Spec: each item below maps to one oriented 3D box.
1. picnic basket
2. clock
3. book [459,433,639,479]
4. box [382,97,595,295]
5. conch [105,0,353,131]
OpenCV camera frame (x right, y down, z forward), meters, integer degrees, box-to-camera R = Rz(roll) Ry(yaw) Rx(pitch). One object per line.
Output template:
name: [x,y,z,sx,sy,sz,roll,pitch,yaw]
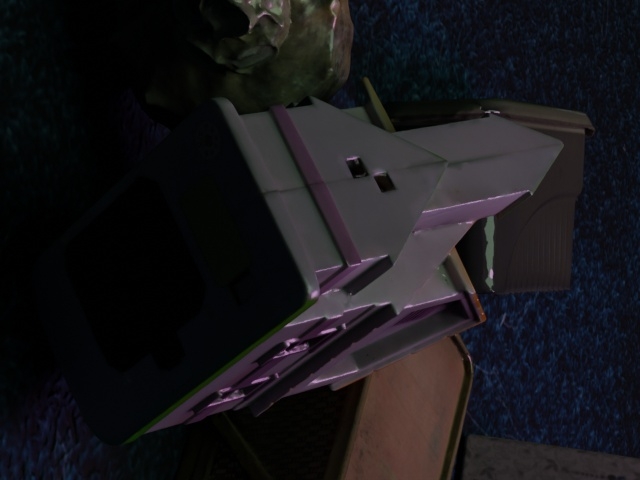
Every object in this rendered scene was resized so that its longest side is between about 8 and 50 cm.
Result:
picnic basket: [0.008,0.147,1.477,0.165,0.139,0.267,58,36,-40]
clock: [0.000,0.000,1.295,0.309,0.235,0.166,-11,70,-45]
book: [0.238,0.363,1.767,0.032,0.269,0.389,92,7,-57]
box: [0.156,-0.038,1.841,0.274,0.138,0.178,1,88,-60]
conch: [-0.079,-0.166,1.380,0.291,0.159,0.210,-179,-109,-78]
